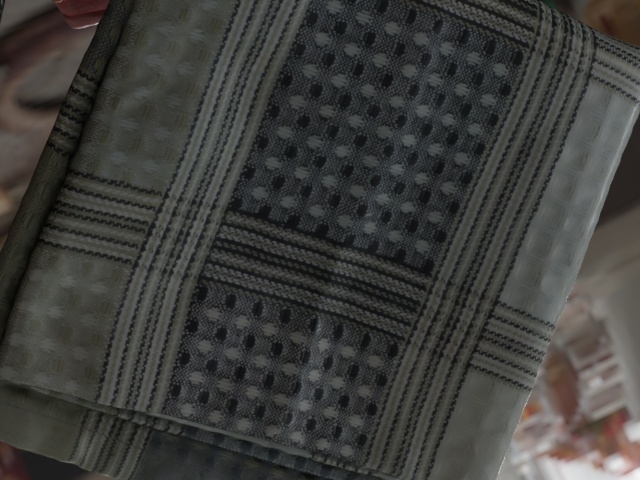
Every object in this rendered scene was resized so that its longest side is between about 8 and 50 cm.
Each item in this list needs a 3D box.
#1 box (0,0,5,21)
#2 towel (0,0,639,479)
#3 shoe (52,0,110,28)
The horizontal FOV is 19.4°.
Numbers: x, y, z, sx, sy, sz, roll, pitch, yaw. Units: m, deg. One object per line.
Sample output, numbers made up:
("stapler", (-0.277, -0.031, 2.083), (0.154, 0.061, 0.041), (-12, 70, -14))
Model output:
("box", (-0.318, -0.168, 1.111), (0.257, 0.322, 0.079), (8, 169, 2))
("towel", (0.000, 0.000, 0.978), (0.312, 0.056, 0.324), (20, 98, -30))
("shoe", (-0.119, -0.212, 1.288), (0.178, 0.063, 0.081), (-24, 127, 14))
